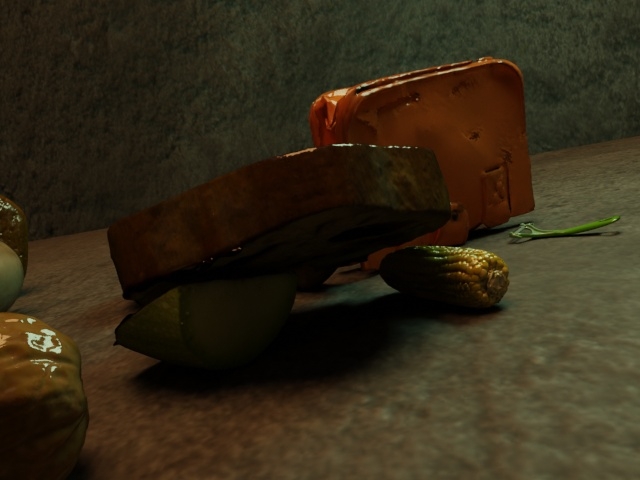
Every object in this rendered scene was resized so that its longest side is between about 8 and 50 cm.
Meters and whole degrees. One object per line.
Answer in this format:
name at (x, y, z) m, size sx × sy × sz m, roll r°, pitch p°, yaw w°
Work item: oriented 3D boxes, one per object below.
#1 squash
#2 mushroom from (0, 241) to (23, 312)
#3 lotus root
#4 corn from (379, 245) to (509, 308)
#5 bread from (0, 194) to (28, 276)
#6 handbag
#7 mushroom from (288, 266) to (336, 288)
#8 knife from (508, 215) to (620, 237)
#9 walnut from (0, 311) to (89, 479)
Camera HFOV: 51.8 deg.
squash at (-0.124, 0.110, 0.719) m, size 0.184 × 0.085 × 0.192 m, roll -35°, pitch -20°, yaw 34°
mushroom at (-0.687, 0.028, 1.153) m, size 0.293 × 0.290 × 0.292 m, roll -10°, pitch 14°, yaw 2°
lotus root at (-0.037, -0.018, 0.745) m, size 0.391 × 0.111 × 0.375 m, roll -12°, pitch -5°, yaw -15°
corn at (0.146, 0.041, 0.810) m, size 0.072 × 0.072 × 0.203 m, roll -16°, pitch 9°, yaw -28°
bread at (-0.764, 0.016, 1.434) m, size 0.227 × 0.253 × 0.142 m, roll 12°, pitch -14°, yaw -42°
handbag at (0.185, -0.133, 1.110) m, size 0.410 × 0.303 × 0.116 m, roll -18°, pitch 13°, yaw -31°
mushroom at (0.000, 0.000, 0.978) m, size 0.210 × 0.094 × 0.072 m, roll -52°, pitch -10°, yaw 32°
knife at (0.387, -0.020, 1.043) m, size 0.166 × 0.022 × 0.078 m, roll -6°, pitch 17°, yaw 35°
walnut at (-0.264, 0.132, 0.479) m, size 0.184 × 0.155 × 0.155 m, roll -13°, pitch 9°, yaw -20°
